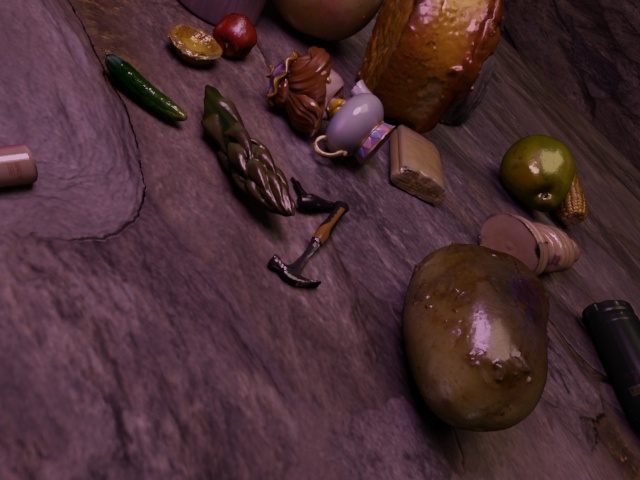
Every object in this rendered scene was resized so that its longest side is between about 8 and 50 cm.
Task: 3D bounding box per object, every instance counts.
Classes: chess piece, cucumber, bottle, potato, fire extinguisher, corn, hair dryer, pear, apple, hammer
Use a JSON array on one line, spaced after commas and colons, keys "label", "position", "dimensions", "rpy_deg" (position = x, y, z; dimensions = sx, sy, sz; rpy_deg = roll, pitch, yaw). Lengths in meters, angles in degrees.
[{"label": "chess piece", "position": [0.502, 0.012, 0.944], "dimensions": [0.308, 0.123, 0.139], "rpy_deg": [1, 21, -39]}, {"label": "cucumber", "position": [-0.280, -0.236, 0.647], "dimensions": [0.168, 0.039, 0.039], "rpy_deg": [39, 42, -4]}, {"label": "bottle", "position": [-0.364, -0.076, 0.442], "dimensions": [0.097, 0.045, 0.045], "rpy_deg": [-22, 69, -43]}, {"label": "potato", "position": [0.222, 0.123, 0.593], "dimensions": [0.210, 0.173, 0.307], "rpy_deg": [37, 39, -6]}, {"label": "fire extinguisher", "position": [0.627, 0.264, 0.806], "dimensions": [0.096, 0.114, 0.310], "rpy_deg": [25, 45, -22]}, {"label": "corn", "position": [0.738, -0.164, 1.267], "dimensions": [0.106, 0.106, 0.305], "rpy_deg": [28, 46, -13]}, {"label": "hair dryer", "position": [-0.020, -0.082, 0.711], "dimensions": [0.079, 0.031, 0.083], "rpy_deg": [4, 44, -47]}, {"label": "pear", "position": [0.586, -0.180, 1.118], "dimensions": [0.188, 0.187, 0.219], "rpy_deg": [25, 57, -16]}, {"label": "apple", "position": [0.023, -0.670, 1.049], "dimensions": [0.319, 0.319, 0.277], "rpy_deg": [46, 7, 7]}, {"label": "hammer", "position": [0.000, 0.000, 0.646], "dimensions": [0.078, 0.021, 0.201], "rpy_deg": [39, 46, -1]}]

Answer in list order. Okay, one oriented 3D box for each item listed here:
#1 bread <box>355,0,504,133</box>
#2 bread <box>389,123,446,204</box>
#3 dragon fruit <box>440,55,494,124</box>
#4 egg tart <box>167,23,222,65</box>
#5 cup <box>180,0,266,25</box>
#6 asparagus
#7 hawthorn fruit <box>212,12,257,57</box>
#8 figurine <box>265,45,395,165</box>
[{"label": "bread", "position": [0.245, -0.460, 0.954], "dimensions": [0.216, 0.398, 0.397], "rpy_deg": [14, 47, -12]}, {"label": "bread", "position": [0.219, -0.175, 0.932], "dimensions": [0.140, 0.060, 0.178], "rpy_deg": [23, 44, -18]}, {"label": "dragon fruit", "position": [0.393, -0.488, 1.216], "dimensions": [0.283, 0.221, 0.203], "rpy_deg": [16, 41, -27]}, {"label": "egg tart", "position": [-0.240, -0.367, 0.787], "dimensions": [0.105, 0.039, 0.105], "rpy_deg": [19, 45, -21]}, {"label": "cup", "position": [-0.212, -0.637, 0.867], "dimensions": [0.289, 0.273, 0.208], "rpy_deg": [22, 45, -18]}, {"label": "asparagus", "position": [-0.122, -0.133, 0.645], "dimensions": [0.080, 0.080, 0.287], "rpy_deg": [-16, 57, -43]}, {"label": "hawthorn fruit", "position": [-0.177, -0.416, 0.848], "dimensions": [0.093, 0.093, 0.093], "rpy_deg": [19, 45, -21]}, {"label": "figurine", "position": [0.014, -0.266, 0.809], "dimensions": [0.263, 0.142, 0.189], "rpy_deg": [41, 65, 2]}]
